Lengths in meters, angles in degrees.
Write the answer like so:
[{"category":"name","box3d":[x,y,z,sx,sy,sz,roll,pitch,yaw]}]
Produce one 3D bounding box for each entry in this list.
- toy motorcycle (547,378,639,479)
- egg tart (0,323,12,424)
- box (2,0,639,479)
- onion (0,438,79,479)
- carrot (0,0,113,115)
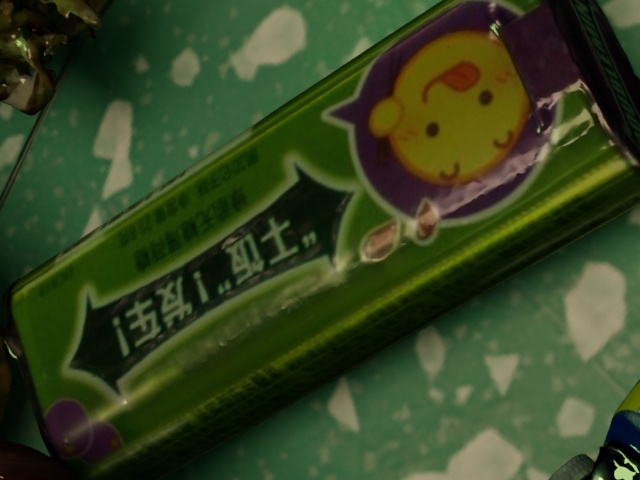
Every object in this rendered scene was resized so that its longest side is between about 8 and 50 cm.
[{"category":"toy motorcycle","box3d":[0.113,0.159,0.845,0.113,0.169,0.315,42,106,25]},{"category":"egg tart","box3d":[-0.310,0.039,1.063,0.288,0.288,0.118,-22,36,25]},{"category":"box","box3d":[0.000,0.000,0.959,0.345,0.097,0.134,-32,64,22]},{"category":"onion","box3d":[-0.191,0.218,0.923,0.252,0.219,0.252,18,111,59]},{"category":"carrot","box3d":[-0.238,-0.196,1.044,0.193,0.214,0.331,-45,73,32]}]
